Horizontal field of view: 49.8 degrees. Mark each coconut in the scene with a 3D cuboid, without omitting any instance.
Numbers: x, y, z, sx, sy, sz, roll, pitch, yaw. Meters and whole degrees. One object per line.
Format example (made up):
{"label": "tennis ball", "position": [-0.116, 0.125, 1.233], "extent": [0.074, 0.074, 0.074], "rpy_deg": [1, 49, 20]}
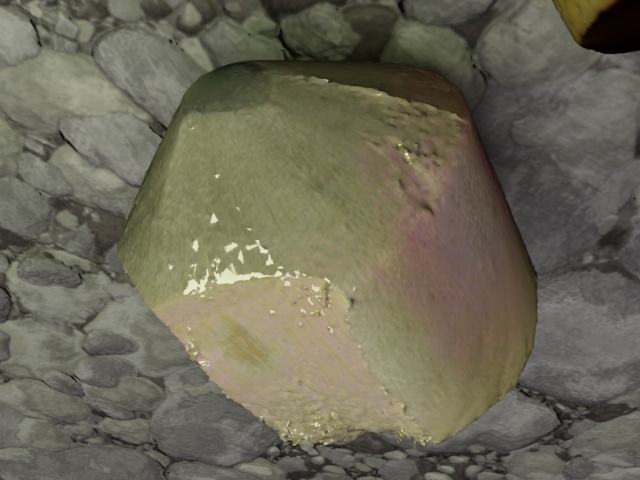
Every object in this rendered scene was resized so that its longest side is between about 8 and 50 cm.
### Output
{"label": "coconut", "position": [0.000, 0.000, 0.547], "extent": [0.298, 0.297, 0.309], "rpy_deg": [-19, 129, 27]}

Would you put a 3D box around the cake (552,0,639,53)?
{"label": "cake", "position": [0.214, -0.219, 0.386], "extent": [0.208, 0.178, 0.185], "rpy_deg": [-11, 175, 0]}
